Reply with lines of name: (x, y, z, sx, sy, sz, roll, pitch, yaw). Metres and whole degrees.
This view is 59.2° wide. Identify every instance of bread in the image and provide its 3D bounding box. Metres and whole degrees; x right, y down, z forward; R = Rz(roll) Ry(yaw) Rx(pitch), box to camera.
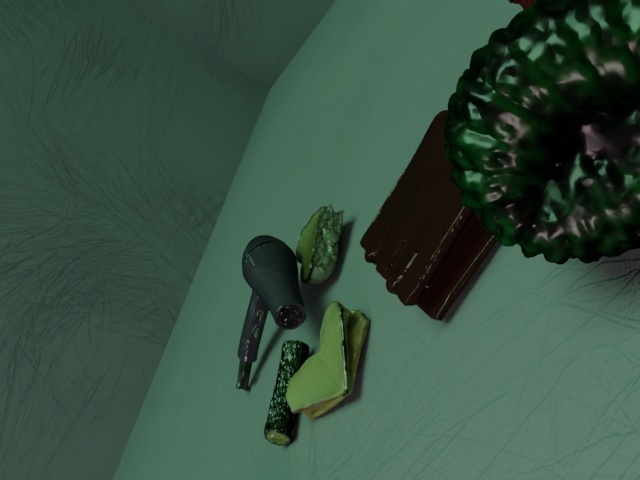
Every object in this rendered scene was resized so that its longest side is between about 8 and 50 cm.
bread: (0.000, 0.000, 1.220, 0.232, 0.064, 0.172, -113, 41, -68)

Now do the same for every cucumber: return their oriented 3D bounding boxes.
cucumber: (-0.059, 0.278, 1.036, 0.058, 0.058, 0.187, -40, 31, 48)

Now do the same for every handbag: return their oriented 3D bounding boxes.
handbag: (0.174, -0.049, 0.829, 0.275, 0.084, 0.260, -60, 20, 9)

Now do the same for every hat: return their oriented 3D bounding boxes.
hat: (0.276, -0.139, 0.552, 0.274, 0.242, 0.332, -21, 17, 31)

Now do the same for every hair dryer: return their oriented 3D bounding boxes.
hair dryer: (-0.125, 0.188, 1.222, 0.301, 0.121, 0.360, -121, 43, -60)

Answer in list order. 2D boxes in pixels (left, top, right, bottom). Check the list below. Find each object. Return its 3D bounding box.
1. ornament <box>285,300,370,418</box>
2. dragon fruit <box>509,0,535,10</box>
ornament: (0.017, 0.213, 0.930, 0.201, 0.059, 0.180, -63, 20, 6)
dragon fruit: (0.329, -0.382, 0.774, 0.172, 0.160, 0.166, -117, 14, -71)
